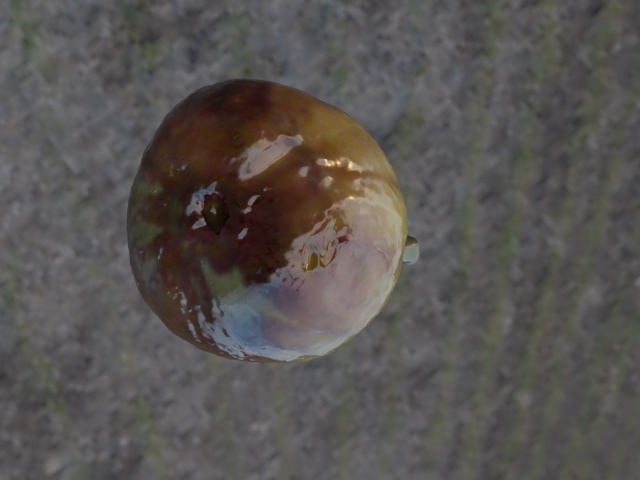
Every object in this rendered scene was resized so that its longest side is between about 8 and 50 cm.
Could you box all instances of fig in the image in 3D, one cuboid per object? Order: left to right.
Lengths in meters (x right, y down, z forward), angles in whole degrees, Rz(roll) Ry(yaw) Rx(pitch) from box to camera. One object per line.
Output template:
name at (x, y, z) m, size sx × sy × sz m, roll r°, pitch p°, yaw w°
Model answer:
fig at (0.004, -0.008, 1.062) m, size 0.231 × 0.160 × 0.143 m, roll -1°, pitch 151°, yaw -37°
